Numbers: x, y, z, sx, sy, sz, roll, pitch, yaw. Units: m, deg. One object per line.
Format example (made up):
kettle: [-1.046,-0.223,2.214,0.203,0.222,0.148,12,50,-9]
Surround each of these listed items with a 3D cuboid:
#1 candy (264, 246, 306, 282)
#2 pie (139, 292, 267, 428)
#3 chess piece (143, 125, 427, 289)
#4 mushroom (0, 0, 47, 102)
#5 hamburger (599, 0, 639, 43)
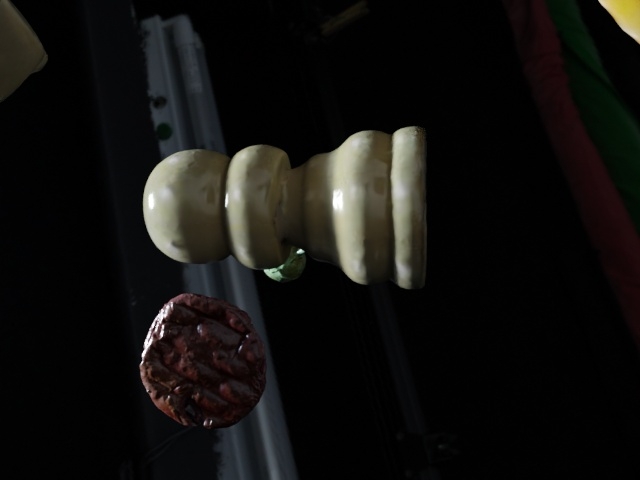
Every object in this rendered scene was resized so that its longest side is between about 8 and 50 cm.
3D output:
candy: [0.000,0.000,0.885,0.061,0.202,0.061,23,-125,-37]
pie: [-0.125,0.131,0.776,0.153,0.153,0.038,52,-168,-1]
chess piece: [-0.037,-0.033,0.757,0.299,0.167,0.167,0,-122,10]
mushroom: [-0.405,-0.121,0.636,0.137,0.407,0.154,54,-163,1]
hamburger: [0.245,-0.210,0.394,0.302,0.186,0.261,-24,-71,-25]
